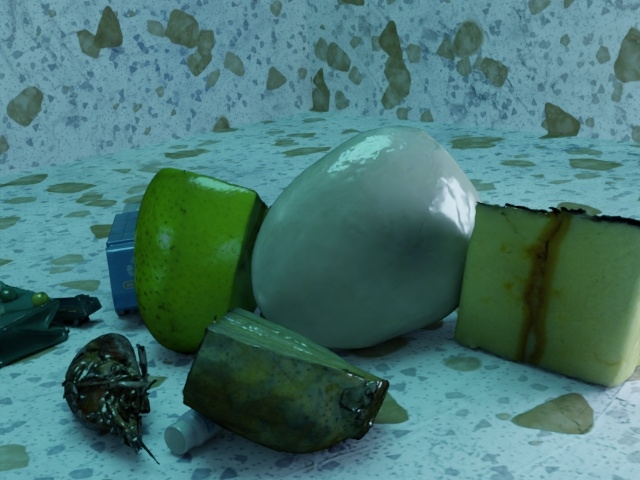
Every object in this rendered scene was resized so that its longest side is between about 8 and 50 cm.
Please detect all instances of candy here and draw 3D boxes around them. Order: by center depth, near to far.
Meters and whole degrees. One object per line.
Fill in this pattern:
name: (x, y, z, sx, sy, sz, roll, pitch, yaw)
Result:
candy: (0.087, 0.019, 1.601, 0.427, 0.386, 0.186, -27, 27, -9)

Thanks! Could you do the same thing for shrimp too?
shrimp: (-0.303, 0.230, 1.422, 0.145, 0.116, 0.343, -34, 27, -11)

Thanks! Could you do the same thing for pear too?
pear: (-0.220, 0.043, 1.704, 0.239, 0.318, 0.342, 13, -4, 3)

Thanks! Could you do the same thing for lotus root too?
lotus root: (-0.043, 0.211, 1.347, 0.260, 0.149, 0.267, 22, 3, 2)

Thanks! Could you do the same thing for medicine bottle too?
medicine bottle: (-0.178, 0.267, 1.367, 0.052, 0.052, 0.089, 7, 20, 34)

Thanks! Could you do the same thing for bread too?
bread: (0.392, 0.045, 1.514, 0.346, 0.405, 0.242, 24, 41, 35)

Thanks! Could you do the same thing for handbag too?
handbag: (-0.644, 0.155, 1.781, 0.269, 0.100, 0.274, 12, 23, 42)

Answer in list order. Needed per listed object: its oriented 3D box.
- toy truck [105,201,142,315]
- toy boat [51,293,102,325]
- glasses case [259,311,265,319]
toy truck: (-0.351, 0.033, 1.960, 0.146, 0.175, 0.367, -8, 23, -3)
toy boat: (-0.503, 0.136, 1.886, 0.141, 0.060, 0.055, -4, 16, 28)
glasses case: (0.043, 0.122, 1.763, 0.299, 0.060, 0.114, -11, -3, -20)
